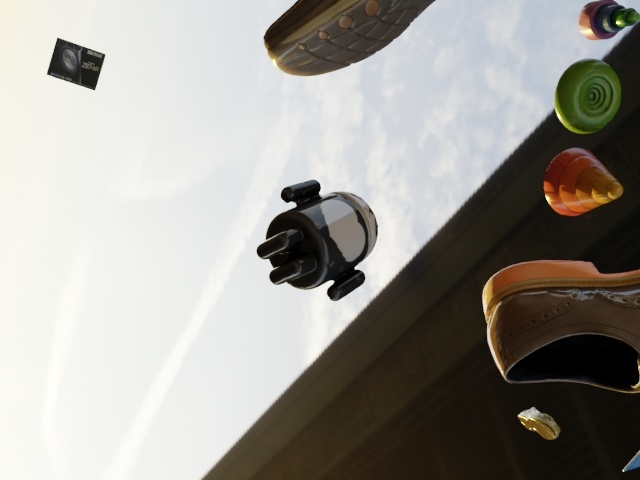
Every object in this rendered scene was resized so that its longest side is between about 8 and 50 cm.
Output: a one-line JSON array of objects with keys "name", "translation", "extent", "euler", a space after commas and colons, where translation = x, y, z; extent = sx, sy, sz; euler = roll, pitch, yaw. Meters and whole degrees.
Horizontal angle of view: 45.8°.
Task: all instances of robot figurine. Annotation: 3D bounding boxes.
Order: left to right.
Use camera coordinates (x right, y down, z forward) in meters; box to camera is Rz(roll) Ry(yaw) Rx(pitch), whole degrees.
[{"name": "robot figurine", "translation": [0.001, -0.002, 1.565], "extent": [0.174, 0.278, 0.209], "euler": [22, -59, 33]}]

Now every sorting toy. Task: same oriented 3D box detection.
[{"name": "sorting toy", "translation": [0.471, -0.212, 1.252], "extent": [0.126, 0.127, 0.365], "euler": [-145, -122, -69]}]

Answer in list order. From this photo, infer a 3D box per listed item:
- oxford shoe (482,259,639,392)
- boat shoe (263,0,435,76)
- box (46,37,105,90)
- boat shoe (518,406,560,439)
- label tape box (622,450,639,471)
[{"name": "oxford shoe", "translation": [0.353, 0.097, 0.764], "extent": [0.132, 0.364, 0.130], "euler": [-80, 160, -49]}, {"name": "boat shoe", "translation": [0.073, -0.341, 0.961], "extent": [0.355, 0.132, 0.130], "euler": [-33, -109, 0]}, {"name": "box", "translation": [-0.417, -0.301, 1.296], "extent": [0.018, 0.083, 0.067], "euler": [35, -73, 65]}, {"name": "boat shoe", "translation": [0.482, 0.392, 1.648], "extent": [0.048, 0.056, 0.153], "euler": [-35, 179, -9]}, {"name": "label tape box", "translation": [0.729, 0.340, 1.298], "extent": [0.115, 0.348, 0.249], "euler": [59, -42, 42]}]
